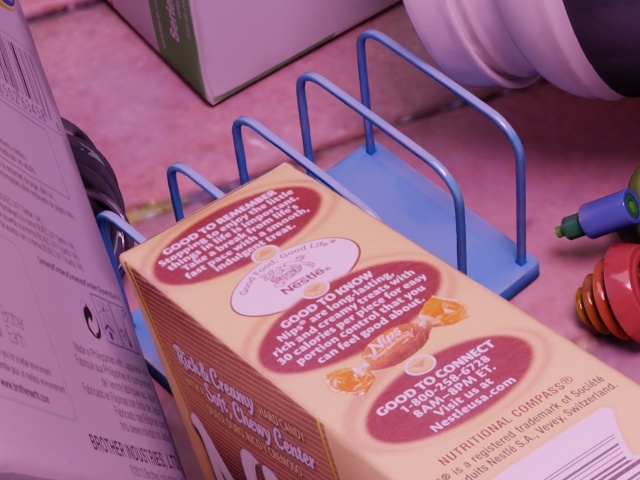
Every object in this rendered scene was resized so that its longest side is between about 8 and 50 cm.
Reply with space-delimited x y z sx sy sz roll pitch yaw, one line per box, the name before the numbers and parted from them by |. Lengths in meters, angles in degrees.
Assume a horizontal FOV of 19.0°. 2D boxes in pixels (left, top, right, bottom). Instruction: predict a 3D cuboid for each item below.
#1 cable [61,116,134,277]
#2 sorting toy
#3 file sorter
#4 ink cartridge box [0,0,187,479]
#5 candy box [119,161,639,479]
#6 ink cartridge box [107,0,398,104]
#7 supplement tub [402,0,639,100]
cable | -0.176 -0.009 0.948 0.184 0.047 0.150 5 45 14
sorting toy | 0.140 0.005 0.897 0.042 0.061 0.102 -20 31 36
file sorter | 0.000 0.000 0.875 0.170 0.104 0.118 -36 56 -23
ink cartridge box | -0.205 -0.060 0.736 0.151 0.270 0.395 -21 77 6
candy box | 0.057 0.113 0.662 0.087 0.183 0.316 -29 33 -19
ink cartridge box | -0.061 -0.195 1.058 0.154 0.093 0.212 -31 51 -18
supplement tub | 0.183 -0.161 0.836 0.272 0.191 0.191 -3 46 29
